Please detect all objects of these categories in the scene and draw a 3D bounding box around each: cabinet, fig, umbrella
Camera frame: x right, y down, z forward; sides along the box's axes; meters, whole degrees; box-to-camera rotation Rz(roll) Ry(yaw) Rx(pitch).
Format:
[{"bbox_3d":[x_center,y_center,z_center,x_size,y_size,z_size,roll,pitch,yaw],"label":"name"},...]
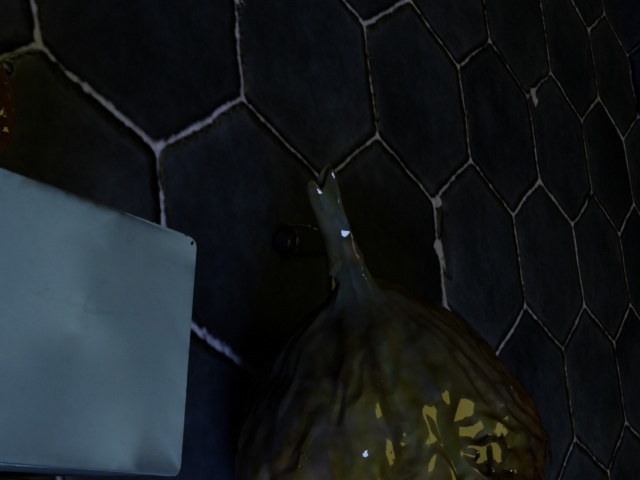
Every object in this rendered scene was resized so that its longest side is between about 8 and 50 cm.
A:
[{"bbox_3d":[-0.204,0.064,0.516,0.150,0.206,0.145,22,63,-48],"label":"cabinet"},{"bbox_3d":[0.053,0.111,0.746,0.286,0.286,0.369,-39,126,-50],"label":"fig"},{"bbox_3d":[0.000,-0.002,0.946,0.133,0.031,0.036,-1,55,-52],"label":"umbrella"}]

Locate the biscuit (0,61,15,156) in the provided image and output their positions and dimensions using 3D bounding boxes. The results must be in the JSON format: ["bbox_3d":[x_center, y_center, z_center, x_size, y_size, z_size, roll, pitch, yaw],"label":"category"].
[{"bbox_3d":[-0.311,-0.104,0.564,0.236,0.039,0.180,5,72,-52],"label":"biscuit"}]

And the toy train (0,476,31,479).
[{"bbox_3d":[-0.217,0.320,0.444,0.237,0.150,0.369,0,76,-30],"label":"toy train"}]
